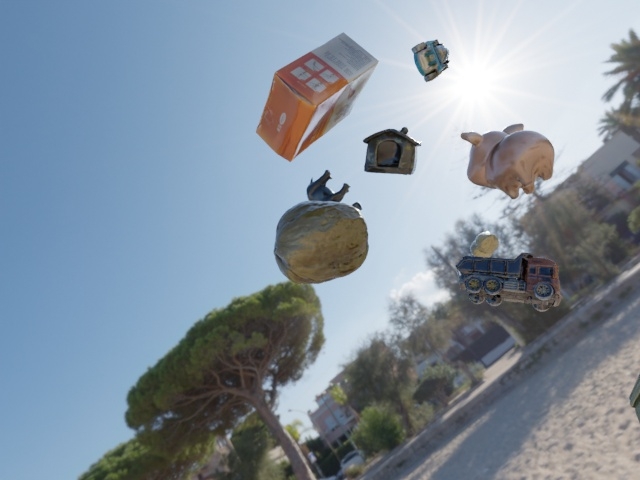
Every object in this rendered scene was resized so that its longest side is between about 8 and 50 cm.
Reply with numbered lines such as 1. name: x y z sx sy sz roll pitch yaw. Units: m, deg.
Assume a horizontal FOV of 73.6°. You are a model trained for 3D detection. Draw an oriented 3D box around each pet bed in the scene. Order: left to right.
1. pet bed: 0.246 -0.307 1.447 0.211 0.183 0.159 -29 -55 -70

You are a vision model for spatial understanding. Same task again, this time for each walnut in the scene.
1. walnut: 0.000 0.000 1.206 0.282 0.283 0.227 -25 -25 -27

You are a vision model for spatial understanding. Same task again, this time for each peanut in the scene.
1. peanut: 0.555 0.017 1.447 0.082 0.082 0.187 -37 -18 -3

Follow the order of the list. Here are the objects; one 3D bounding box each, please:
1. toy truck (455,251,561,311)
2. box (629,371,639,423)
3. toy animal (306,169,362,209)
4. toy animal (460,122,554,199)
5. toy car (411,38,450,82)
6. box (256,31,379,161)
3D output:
1. toy truck: 0.373 0.079 0.858 0.083 0.192 0.092 50 -131 -54
2. box: 0.884 0.491 0.992 0.177 0.344 0.352 -12 -35 23
3. toy animal: 0.049 -0.162 1.648 0.146 0.245 0.114 -49 -36 -7
4. toy animal: 0.623 -0.271 1.428 0.236 0.270 0.326 -12 -12 -11
5. toy car: 0.392 -0.611 1.419 0.161 0.126 0.098 -31 13 -28
6. box: -0.011 -0.407 1.211 0.341 0.143 0.225 -48 -4 -36
